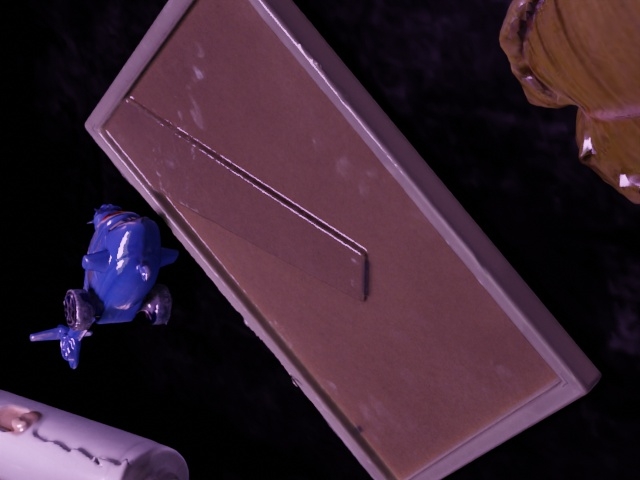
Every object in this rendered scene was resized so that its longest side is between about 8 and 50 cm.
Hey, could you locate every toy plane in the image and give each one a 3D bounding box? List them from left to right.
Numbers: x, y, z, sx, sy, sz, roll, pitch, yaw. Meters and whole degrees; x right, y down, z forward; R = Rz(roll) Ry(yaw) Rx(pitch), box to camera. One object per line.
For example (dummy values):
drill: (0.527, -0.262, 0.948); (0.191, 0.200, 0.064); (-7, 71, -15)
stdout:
toy plane: (-0.115, 0.025, 0.998); (0.167, 0.054, 0.062); (127, 133, -55)

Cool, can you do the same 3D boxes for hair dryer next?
hair dryer: (-0.166, 0.104, 1.060); (0.357, 0.107, 0.173); (11, 143, 38)

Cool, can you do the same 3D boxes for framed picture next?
framed picture: (0.000, 0.000, 0.868); (0.250, 0.016, 0.184); (50, 146, 4)

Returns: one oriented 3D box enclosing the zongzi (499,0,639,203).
zongzi: (0.212, -0.043, 0.486); (0.300, 0.145, 0.274); (41, 149, 5)
